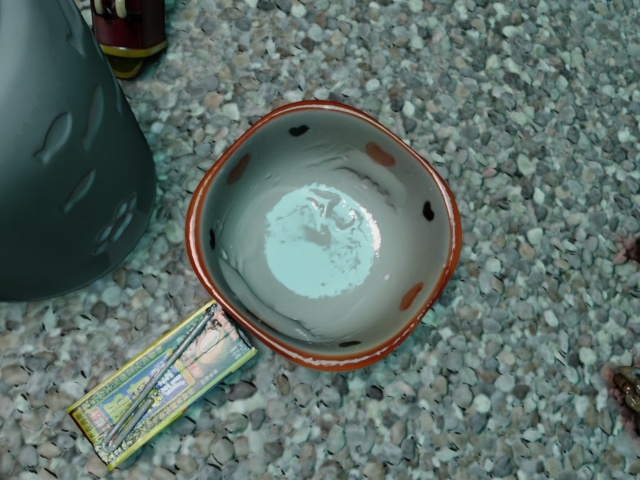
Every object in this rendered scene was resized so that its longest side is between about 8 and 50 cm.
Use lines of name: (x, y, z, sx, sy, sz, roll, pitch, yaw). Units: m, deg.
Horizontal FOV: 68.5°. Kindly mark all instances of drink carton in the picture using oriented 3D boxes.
drink carton: (-0.147, 0.134, 0.455, 0.166, 0.056, 0.071, -38, 83, -15)

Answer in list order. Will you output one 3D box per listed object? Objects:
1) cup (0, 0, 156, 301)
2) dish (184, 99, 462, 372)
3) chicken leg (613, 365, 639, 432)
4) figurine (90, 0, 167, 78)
cup: (-0.287, -0.139, 0.381, 0.260, 0.274, 0.356, 0, 78, -10)
dish: (0.000, 0.000, 0.479, 0.256, 0.117, 0.256, 2, 77, -8)
chicken leg: (0.424, 0.148, 0.540, 0.125, 0.080, 0.196, 41, 73, 14)
figurine: (-0.208, -0.244, 0.492, 0.082, 0.154, 0.098, 3, 35, -13)
